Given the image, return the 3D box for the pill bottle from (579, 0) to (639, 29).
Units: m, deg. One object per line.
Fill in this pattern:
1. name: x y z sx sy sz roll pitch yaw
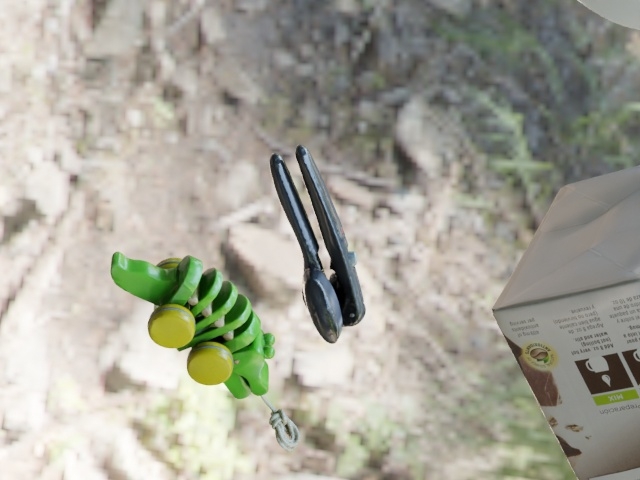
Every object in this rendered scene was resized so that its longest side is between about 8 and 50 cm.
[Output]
1. pill bottle: 0.323 -0.326 1.408 0.363 0.210 0.210 -48 137 -40

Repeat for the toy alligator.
1. toy alligator: -0.055 0.062 1.121 0.189 0.051 0.056 47 25 -29

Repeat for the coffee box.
1. coffee box: 0.250 0.113 1.232 0.297 0.119 0.168 61 36 -19

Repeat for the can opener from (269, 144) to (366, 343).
1. can opener: 0.000 0.000 1.649 0.073 0.059 0.186 -120 -165 -75
